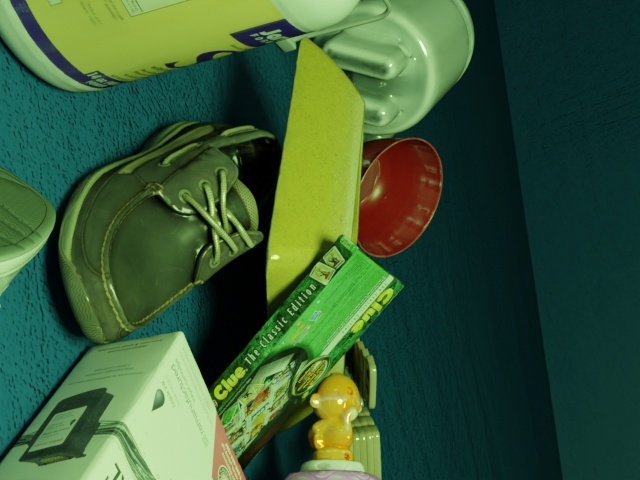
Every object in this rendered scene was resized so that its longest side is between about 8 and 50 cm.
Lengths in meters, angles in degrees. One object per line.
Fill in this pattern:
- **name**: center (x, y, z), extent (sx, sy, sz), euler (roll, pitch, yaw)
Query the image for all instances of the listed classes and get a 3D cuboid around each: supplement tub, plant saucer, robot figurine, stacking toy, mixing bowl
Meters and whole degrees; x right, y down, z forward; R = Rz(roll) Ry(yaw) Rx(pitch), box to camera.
- **supplement tub**: center (-0.101, -0.273, 0.901), extent (0.241, 0.331, 0.241), euler (-11, 90, -69)
- **plant saucer**: center (0.000, 0.000, 1.218), extent (0.333, 0.080, 0.333), euler (90, 5, -50)
- **robot figurine**: center (0.113, -0.286, 1.628), extent (0.353, 0.199, 0.300), euler (-47, 153, -55)
- **stacking toy**: center (0.012, 0.283, 1.094), extent (0.175, 0.165, 0.302), euler (14, 66, -34)
- **mixing bowl**: center (0.082, -0.077, 1.575), extent (0.181, 0.098, 0.182), euler (-23, 126, -35)

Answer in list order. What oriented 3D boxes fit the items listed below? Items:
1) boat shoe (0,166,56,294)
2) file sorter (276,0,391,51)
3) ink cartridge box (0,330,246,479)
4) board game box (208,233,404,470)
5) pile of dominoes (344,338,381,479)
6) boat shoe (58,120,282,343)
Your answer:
- **boat shoe**: center (-0.269, 0.030, 0.649), extent (0.118, 0.103, 0.320), euler (35, 25, -3)
- **file sorter**: center (-0.018, -0.433, 1.438), extent (0.193, 0.173, 0.278), euler (37, 45, -62)
- **ink cartridge box**: center (-0.157, 0.208, 0.835), extent (0.237, 0.100, 0.172), euler (-62, 137, -60)
- **board game box**: center (-0.031, 0.117, 1.064), extent (0.030, 0.260, 0.136), euler (42, 2, 31)
- **pile of dominoes**: center (0.029, 0.205, 1.288), extent (0.251, 0.040, 0.196), euler (-129, -145, -77)
- **boat shoe**: center (-0.125, -0.033, 1.000), extent (0.355, 0.130, 0.132), euler (-67, 140, -58)
